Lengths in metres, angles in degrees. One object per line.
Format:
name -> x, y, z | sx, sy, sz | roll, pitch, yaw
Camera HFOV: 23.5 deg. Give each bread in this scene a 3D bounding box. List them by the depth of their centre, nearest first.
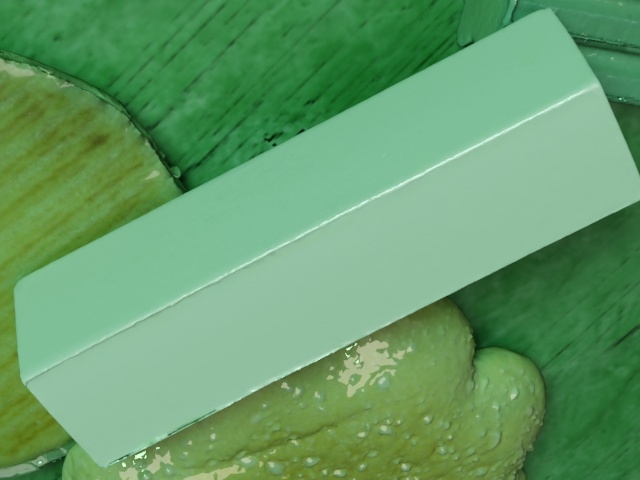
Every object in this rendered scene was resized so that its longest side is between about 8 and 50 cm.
bread -> -0.189, 0.015, 0.785 | 0.267, 0.040, 0.267 | -7, 123, -11
bread -> -0.006, 0.155, 0.900 | 0.316, 0.054, 0.316 | -11, 131, -13

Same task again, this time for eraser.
eraser -> 0.000, 0.000, 0.743 | 0.298, 0.078, 0.076 | -27, 128, 8

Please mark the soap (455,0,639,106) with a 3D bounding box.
soap -> 0.180, -0.127, 0.787 | 0.198, 0.063, 0.114 | 8, 120, -20
